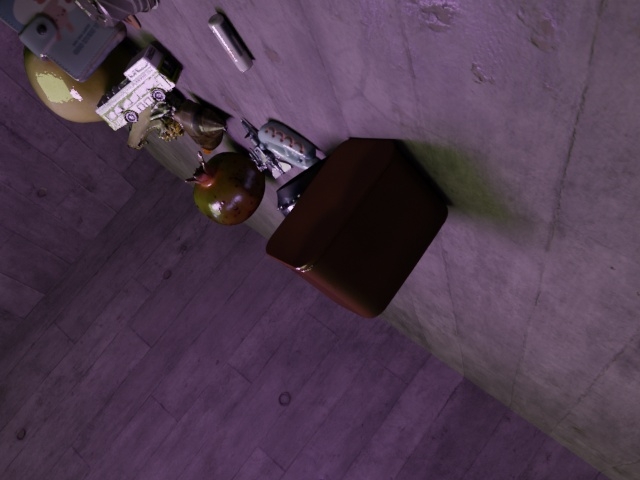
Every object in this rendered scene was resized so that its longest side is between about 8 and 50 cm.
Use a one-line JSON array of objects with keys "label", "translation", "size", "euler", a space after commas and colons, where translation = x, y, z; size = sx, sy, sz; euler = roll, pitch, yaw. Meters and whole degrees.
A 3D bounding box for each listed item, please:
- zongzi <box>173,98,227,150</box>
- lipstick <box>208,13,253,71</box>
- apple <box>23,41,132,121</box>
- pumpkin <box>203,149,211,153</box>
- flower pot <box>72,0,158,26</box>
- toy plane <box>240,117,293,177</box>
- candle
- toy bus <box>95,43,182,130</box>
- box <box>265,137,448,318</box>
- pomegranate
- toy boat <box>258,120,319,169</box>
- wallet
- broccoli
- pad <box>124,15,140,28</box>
[{"label": "zongzi", "translation": [-0.366, -0.377, 2.006], "size": [0.242, 0.112, 0.221], "euler": [24, 167, 27]}, {"label": "lipstick", "translation": [-0.203, -0.446, 1.295], "size": [0.040, 0.040, 0.141], "euler": [30, 166, 38]}, {"label": "apple", "translation": [-0.822, -0.593, 1.970], "size": [0.357, 0.357, 0.357], "euler": [37, 170, 8]}, {"label": "pumpkin", "translation": [-0.492, -0.414, 2.418], "size": [0.083, 0.053, 0.074], "euler": [57, 179, 34]}, {"label": "flower pot", "translation": [-0.530, -0.620, 1.403], "size": [0.235, 0.141, 0.235], "euler": [35, 169, 8]}, {"label": "toy plane", "translation": [-0.184, -0.286, 1.828], "size": [0.234, 0.082, 0.160], "euler": [41, 143, -20]}, {"label": "candle", "translation": [0.055, -0.049, 1.527], "size": [0.343, 0.221, 0.221], "euler": [52, 167, -11]}, {"label": "toy bus", "translation": [-0.589, -0.480, 1.827], "size": [0.139, 0.301, 0.113], "euler": [43, -147, -32]}, {"label": "box", "translation": [0.088, -0.027, 1.290], "size": [0.229, 0.339, 0.239], "euler": [40, 170, -26]}, {"label": "pomegranate", "translation": [-0.380, -0.206, 2.179], "size": [0.323, 0.291, 0.290], "euler": [13, -176, -31]}, {"label": "toy boat", "translation": [-0.096, -0.261, 1.637], "size": [0.207, 0.079, 0.134], "euler": [34, 172, 17]}, {"label": "wallet", "translation": [-0.798, -0.669, 1.743], "size": [0.360, 0.252, 0.083], "euler": [41, -174, -6]}, {"label": "broccoli", "translation": [-0.603, -0.460, 2.158], "size": [0.242, 0.273, 0.180], "euler": [36, -157, 23]}, {"label": "pad", "translation": [-0.665, -0.752, 1.648], "size": [0.284, 0.018, 0.286], "euler": [34, 170, 21]}]
